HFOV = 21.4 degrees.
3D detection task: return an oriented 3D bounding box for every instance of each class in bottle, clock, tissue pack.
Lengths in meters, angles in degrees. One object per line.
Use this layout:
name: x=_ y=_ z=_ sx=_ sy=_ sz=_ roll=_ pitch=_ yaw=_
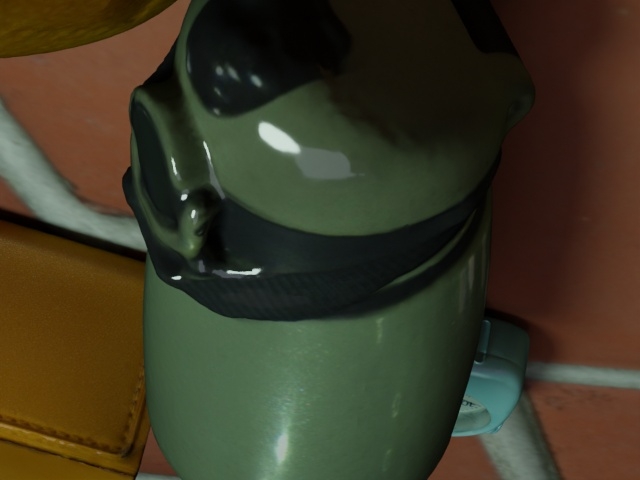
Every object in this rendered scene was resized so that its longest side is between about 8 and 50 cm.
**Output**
bottle: x=-0.002 y=0.000 z=0.768 sx=0.168 sy=0.168 sz=0.347 roll=12 pitch=149 yaw=4
clock: x=0.065 y=0.084 z=1.031 sx=0.108 sy=0.045 sz=0.147 roll=13 pitch=155 yaw=3
tissue pack: x=-0.238 y=0.071 z=1.042 sx=0.275 sy=0.145 sz=0.194 roll=18 pitch=152 yaw=-7

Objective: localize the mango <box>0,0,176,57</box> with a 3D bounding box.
mango: x=-0.127 y=-0.137 z=0.578 sx=0.166 sy=0.136 sz=0.236 roll=-32 pitch=150 yaw=26
